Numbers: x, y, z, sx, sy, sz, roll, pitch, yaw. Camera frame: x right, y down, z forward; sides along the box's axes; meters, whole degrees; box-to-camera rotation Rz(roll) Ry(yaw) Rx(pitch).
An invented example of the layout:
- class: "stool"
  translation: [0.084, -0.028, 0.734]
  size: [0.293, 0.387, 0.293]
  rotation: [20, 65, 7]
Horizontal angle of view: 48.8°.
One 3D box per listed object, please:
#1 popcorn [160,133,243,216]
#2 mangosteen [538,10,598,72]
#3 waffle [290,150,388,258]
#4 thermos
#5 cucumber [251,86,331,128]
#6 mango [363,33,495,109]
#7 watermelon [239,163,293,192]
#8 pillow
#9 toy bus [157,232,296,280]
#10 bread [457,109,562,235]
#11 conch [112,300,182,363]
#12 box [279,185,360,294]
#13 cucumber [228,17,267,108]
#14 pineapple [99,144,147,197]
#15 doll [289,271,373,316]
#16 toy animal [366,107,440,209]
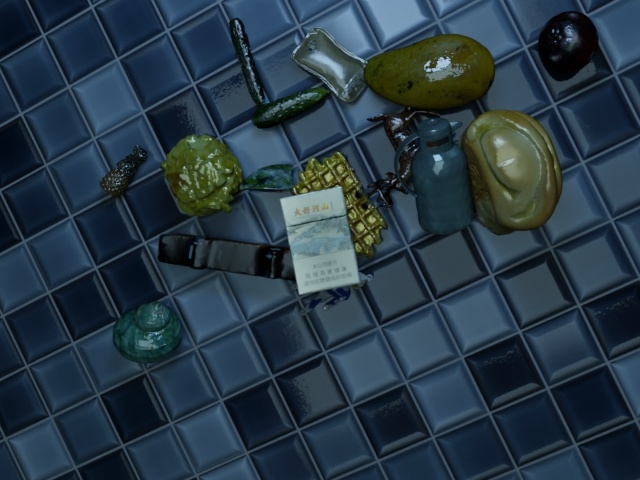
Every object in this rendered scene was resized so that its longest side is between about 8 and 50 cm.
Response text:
- class: "popcorn"
  translation: [-0.318, -0.167, 1.889]
  size: [0.217, 0.181, 0.235]
  rotation: [-21, 85, 13]
- class: "mangosteen"
  translation: [0.621, -0.492, 1.753]
  size: [0.153, 0.152, 0.152]
  rotation: [1, 93, 9]
- class: "waffle"
  translation: [0.050, -0.081, 1.897]
  size: [0.283, 0.065, 0.309]
  rotation: [13, 98, 10]
- class: "thermos"
  translation: [0.282, -0.160, 1.754]
  size: [0.182, 0.145, 0.286]
  rotation: [-17, 121, 0]
- class: "cucumber"
  translation: [-0.079, -0.361, 1.898]
  size: [0.228, 0.069, 0.069]
  rotation: [-22, 90, 6]
- class: "mango"
  translation: [0.273, -0.426, 1.791]
  size: [0.330, 0.176, 0.175]
  rotation: [-4, 125, 7]
- class: "watermelon"
  translation: [-0.135, -0.151, 1.878]
  size: [0.155, 0.101, 0.080]
  rotation: [3, 123, -32]
- class: "pillow"
  translation: [0.035, -0.473, 1.888]
  size: [0.217, 0.033, 0.130]
  rotation: [40, 86, 5]
- class: "toy bus"
  translation: [-0.240, 0.042, 1.932]
  size: [0.409, 0.092, 0.093]
  rotation: [8, 96, 8]
- class: "bread"
  translation: [0.481, -0.179, 1.732]
  size: [0.211, 0.270, 0.315]
  rotation: [-21, 84, -5]
- class: "conch"
  translation: [-0.482, 0.248, 1.960]
  size: [0.196, 0.134, 0.202]
  rotation: [34, 98, 4]
- class: "box"
  translation: [0.000, 0.000, 1.832]
  size: [0.164, 0.069, 0.256]
  rotation: [-11, 93, 1]
- class: "cucumber"
  translation: [-0.198, -0.479, 1.921]
  size: [0.044, 0.043, 0.256]
  rotation: [-18, 91, 14]
- class: "pineapple"
  translation: [-0.548, -0.197, 1.981]
  size: [0.074, 0.074, 0.159]
  rotation: [40, 94, 5]
- class: "doll"
  translation: [0.032, 0.125, 1.915]
  size: [0.227, 0.057, 0.114]
  rotation: [-20, 86, 11]
- class: "toy animal"
  translation: [0.220, -0.231, 1.865]
  size: [0.260, 0.087, 0.243]
  rotation: [-26, 76, 10]
